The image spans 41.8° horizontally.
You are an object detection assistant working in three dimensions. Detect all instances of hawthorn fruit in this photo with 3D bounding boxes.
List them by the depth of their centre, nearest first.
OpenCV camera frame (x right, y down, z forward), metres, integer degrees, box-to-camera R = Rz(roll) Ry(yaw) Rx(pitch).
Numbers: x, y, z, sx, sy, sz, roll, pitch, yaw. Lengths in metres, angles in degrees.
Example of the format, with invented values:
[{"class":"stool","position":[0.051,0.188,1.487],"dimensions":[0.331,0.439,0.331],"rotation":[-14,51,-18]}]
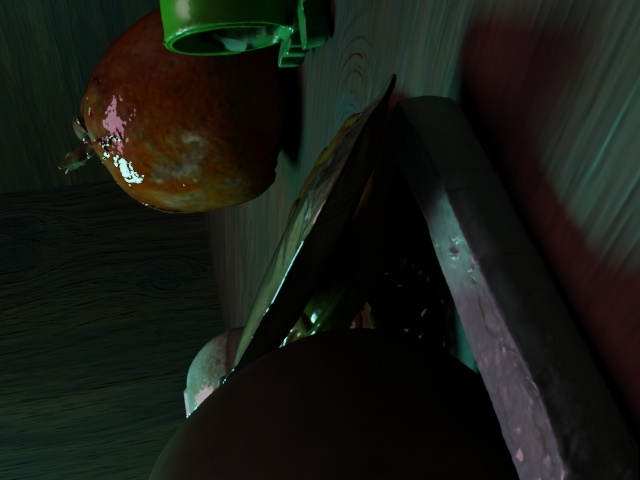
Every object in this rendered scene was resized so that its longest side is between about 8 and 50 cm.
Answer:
[{"class":"hawthorn fruit","position":[-0.188,-0.153,1.056],"dimensions":[0.276,0.307,0.276],"rotation":[158,90,-82]}]

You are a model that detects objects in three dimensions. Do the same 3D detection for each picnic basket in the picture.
[{"class":"picnic basket","position":[0.038,0.067,0.662],"dimensions":[0.193,0.055,0.110],"rotation":[-137,46,-71]}]

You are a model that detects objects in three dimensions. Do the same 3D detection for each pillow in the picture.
[{"class":"pillow","position":[-0.007,0.004,0.505],"dimensions":[0.130,0.033,0.217],"rotation":[-62,-1,-44]}]

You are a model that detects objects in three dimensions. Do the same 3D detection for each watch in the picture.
[{"class":"watch","position":[-0.079,-0.237,0.803],"dimensions":[0.165,0.152,0.131],"rotation":[-168,73,-80]}]

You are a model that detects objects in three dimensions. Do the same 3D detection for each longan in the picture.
[{"class":"longan","position":[0.016,0.156,0.450],"dimensions":[0.215,0.246,0.246],"rotation":[75,178,-49]}]

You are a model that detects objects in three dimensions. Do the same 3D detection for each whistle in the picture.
[{"class":"whistle","position":[-0.070,0.216,1.179],"dimensions":[0.348,0.189,0.189],"rotation":[45,-147,-72]}]

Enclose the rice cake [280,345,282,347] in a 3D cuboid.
[{"class":"rice cake","position":[-0.005,0.129,0.900],"dimensions":[0.124,0.038,0.211],"rotation":[2,101,57]}]

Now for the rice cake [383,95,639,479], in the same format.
[{"class":"rice cake","position":[0.084,0.018,0.411],"dimensions":[0.042,0.045,0.245],"rotation":[108,155,-44]}]

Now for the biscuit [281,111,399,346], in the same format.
[{"class":"biscuit","position":[-0.002,-0.001,0.652],"dimensions":[0.215,0.034,0.182],"rotation":[141,144,-62]}]
